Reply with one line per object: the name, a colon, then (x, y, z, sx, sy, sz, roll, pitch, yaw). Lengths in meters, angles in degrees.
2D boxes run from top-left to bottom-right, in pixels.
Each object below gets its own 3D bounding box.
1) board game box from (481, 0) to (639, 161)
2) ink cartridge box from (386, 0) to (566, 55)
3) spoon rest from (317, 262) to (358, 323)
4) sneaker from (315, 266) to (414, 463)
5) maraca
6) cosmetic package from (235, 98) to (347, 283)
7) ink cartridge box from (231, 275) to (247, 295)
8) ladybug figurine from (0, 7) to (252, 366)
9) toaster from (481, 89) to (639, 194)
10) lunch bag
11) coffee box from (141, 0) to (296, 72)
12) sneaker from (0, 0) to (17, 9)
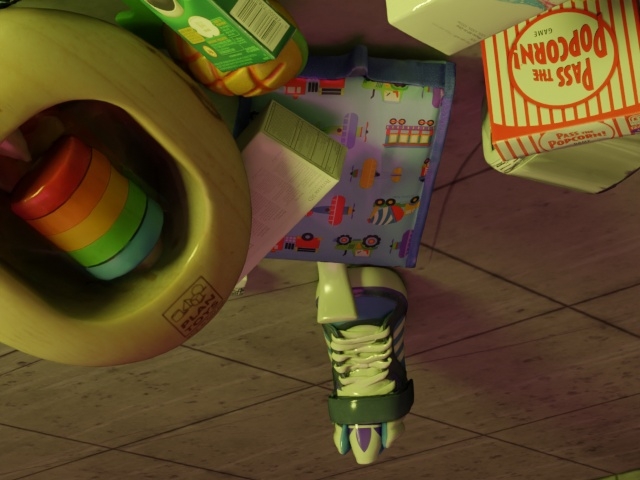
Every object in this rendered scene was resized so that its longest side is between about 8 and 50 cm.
board game box: (0.222, -0.180, 1.443, 0.146, 0.194, 0.045, -12, 156, 16)
ink cartridge box: (0.153, -0.265, 1.277, 0.212, 0.154, 0.093, -23, 151, 39)
spoon rest: (0.000, 0.000, 2.016, 0.137, 0.084, 0.276, -7, 144, 4)
sneaker: (0.069, 0.192, 2.254, 0.130, 0.236, 0.323, -5, 158, 3)
maraca: (-0.102, -0.194, 1.487, 0.185, 0.099, 0.127, 17, 148, -4)
cosmetic package: (-0.079, -0.039, 1.660, 0.099, 0.060, 0.239, 33, 132, -14)
ink cartridge box: (-0.160, 0.052, 2.151, 0.115, 0.029, 0.063, 0, 158, -10)
ladybug figurine: (-0.240, -0.052, 1.497, 0.305, 0.162, 0.449, -45, 135, -5)
toaster: (0.266, -0.133, 1.654, 0.146, 0.129, 0.227, 9, 156, -20)
lunch bag: (0.016, -0.104, 1.703, 0.220, 0.138, 0.293, 4, 148, -7)
coffee box: (-0.117, -0.220, 1.348, 0.184, 0.040, 0.113, 40, 162, -21)
sneaker: (-0.263, -0.240, 1.352, 0.081, 0.090, 0.232, 7, 155, -25)
